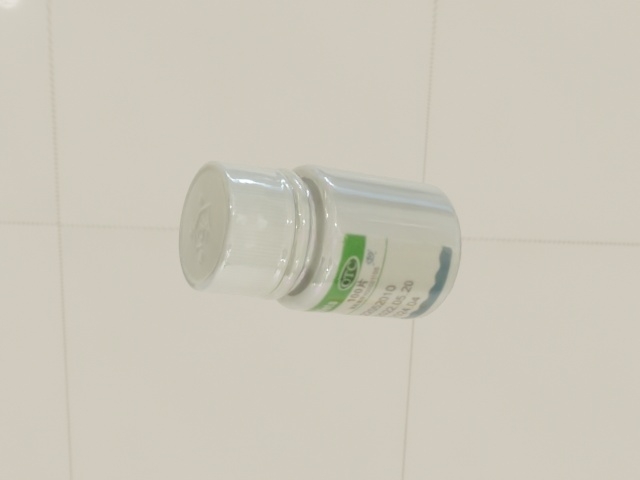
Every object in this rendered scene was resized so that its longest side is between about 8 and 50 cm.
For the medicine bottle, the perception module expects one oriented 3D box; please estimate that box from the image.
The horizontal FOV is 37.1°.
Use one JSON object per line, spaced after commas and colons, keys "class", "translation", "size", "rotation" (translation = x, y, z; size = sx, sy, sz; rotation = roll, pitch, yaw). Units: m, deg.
{"class": "medicine bottle", "translation": [0.000, 0.000, 0.874], "size": [0.236, 0.139, 0.139], "rotation": [6, 109, -30]}
